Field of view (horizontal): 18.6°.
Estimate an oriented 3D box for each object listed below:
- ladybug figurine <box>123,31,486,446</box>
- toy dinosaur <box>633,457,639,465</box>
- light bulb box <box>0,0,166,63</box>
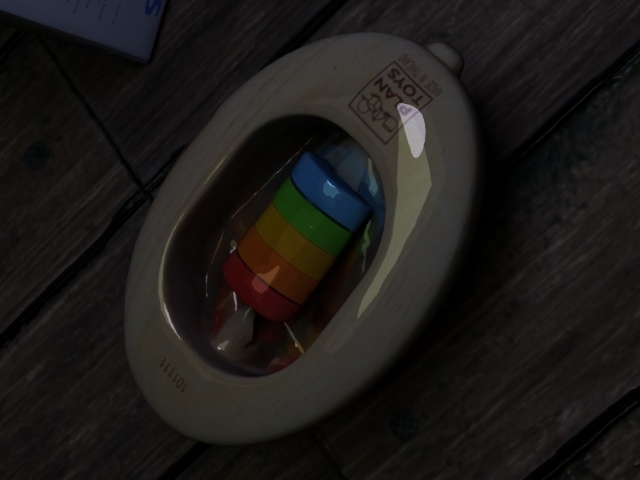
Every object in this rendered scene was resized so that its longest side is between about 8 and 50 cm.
[{"bbox_3d":[0.000,0.000,1.851,0.449,0.162,0.305,-49,66,17],"label":"ladybug figurine"},{"bbox_3d":[0.373,0.182,1.691,0.211,0.064,0.112,21,97,28],"label":"toy dinosaur"},{"bbox_3d":[-0.373,-0.353,1.970,0.358,0.361,0.225,19,93,28],"label":"light bulb box"}]
